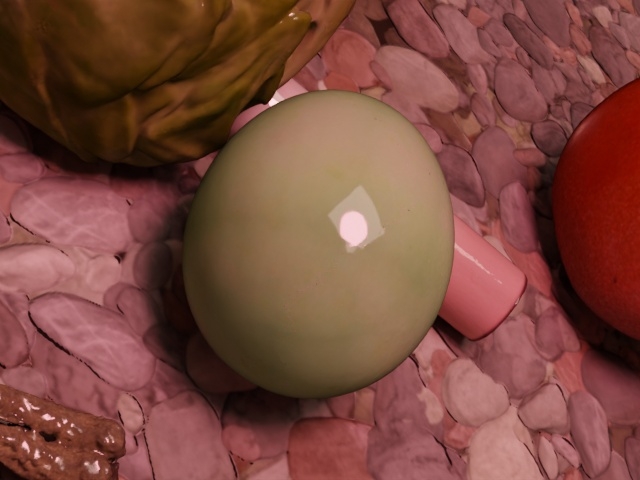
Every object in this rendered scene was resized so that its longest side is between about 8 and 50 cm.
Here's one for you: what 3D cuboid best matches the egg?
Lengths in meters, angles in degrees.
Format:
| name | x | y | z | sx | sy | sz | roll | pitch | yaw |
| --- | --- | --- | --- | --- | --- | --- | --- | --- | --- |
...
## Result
| name | x | y | z | sx | sy | sz | roll | pitch | yaw |
| --- | --- | --- | --- | --- | --- | --- | --- | --- | --- |
| egg | 0.000 | 0.000 | 1.063 | 0.220 | 0.220 | 0.269 | 29 | 47 | -21 |

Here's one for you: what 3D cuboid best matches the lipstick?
| name | x | y | z | sx | sy | sz | roll | pitch | yaw |
| --- | --- | --- | --- | --- | --- | --- | --- | --- | --- |
| lipstick | 0.049 | -0.035 | 1.229 | 0.327 | 0.087 | 0.087 | 39 | 43 | -11 |

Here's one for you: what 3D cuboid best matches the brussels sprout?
| name | x | y | z | sx | sy | sz | roll | pitch | yaw |
| --- | --- | --- | --- | --- | --- | --- | --- | --- | --- |
| brussels sprout | -0.131 | -0.207 | 1.059 | 0.328 | 0.328 | 0.247 | -12 | 66 | -44 |

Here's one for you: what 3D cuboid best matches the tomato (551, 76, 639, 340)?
| name | x | y | z | sx | sy | sz | roll | pitch | yaw |
| --- | --- | --- | --- | --- | --- | --- | --- | --- | --- |
| tomato | 0.411 | -0.017 | 1.395 | 0.341 | 0.273 | 0.341 | 39 | 28 | -26 |

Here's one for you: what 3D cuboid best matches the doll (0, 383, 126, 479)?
| name | x | y | z | sx | sy | sz | roll | pitch | yaw |
| --- | --- | --- | --- | --- | --- | --- | --- | --- | --- |
| doll | -0.275 | 0.105 | 0.869 | 0.203 | 0.091 | 0.286 | -43 | 108 | -26 |
